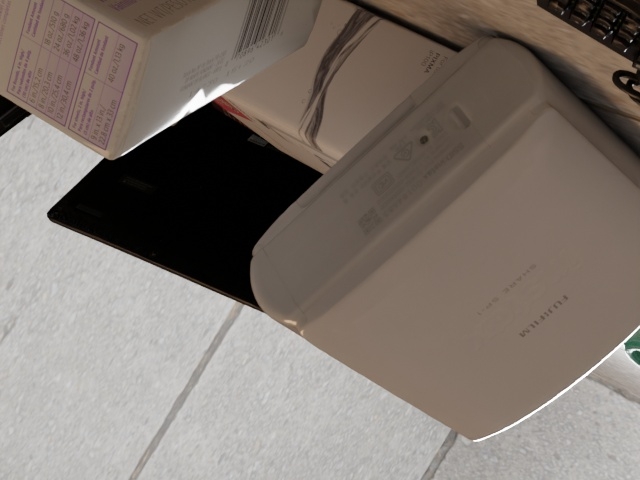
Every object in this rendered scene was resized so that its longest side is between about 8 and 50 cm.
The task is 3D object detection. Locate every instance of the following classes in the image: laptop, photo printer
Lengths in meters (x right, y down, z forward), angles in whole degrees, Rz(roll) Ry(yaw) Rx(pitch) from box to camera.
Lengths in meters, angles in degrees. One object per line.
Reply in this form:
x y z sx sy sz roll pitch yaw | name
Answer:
0.000 0.000 1.979 0.382 0.408 0.236 22 138 24 | laptop
0.129 0.016 1.383 0.307 0.256 0.107 35 -163 -49 | photo printer

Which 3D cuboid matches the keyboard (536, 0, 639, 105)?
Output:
0.253 -0.054 0.997 0.317 0.033 0.201 32 178 5 | keyboard

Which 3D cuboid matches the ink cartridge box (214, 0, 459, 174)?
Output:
0.044 -0.104 1.534 0.283 0.117 0.207 30 177 35 | ink cartridge box

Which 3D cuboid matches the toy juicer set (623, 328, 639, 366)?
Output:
0.378 0.092 1.877 0.209 0.089 0.329 9 152 50 | toy juicer set

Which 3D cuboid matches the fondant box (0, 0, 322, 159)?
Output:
-0.188 -0.205 1.238 0.330 0.096 0.238 30 -145 16 | fondant box

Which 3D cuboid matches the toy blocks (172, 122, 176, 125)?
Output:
-0.247 -0.260 1.684 0.381 0.190 0.261 32 167 39 | toy blocks

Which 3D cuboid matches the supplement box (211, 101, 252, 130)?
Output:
0.000 -0.127 1.785 0.188 0.104 0.081 31 177 4 | supplement box

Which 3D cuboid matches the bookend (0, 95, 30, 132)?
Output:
-0.316 -0.168 1.686 0.157 0.072 0.156 52 160 -6 | bookend
